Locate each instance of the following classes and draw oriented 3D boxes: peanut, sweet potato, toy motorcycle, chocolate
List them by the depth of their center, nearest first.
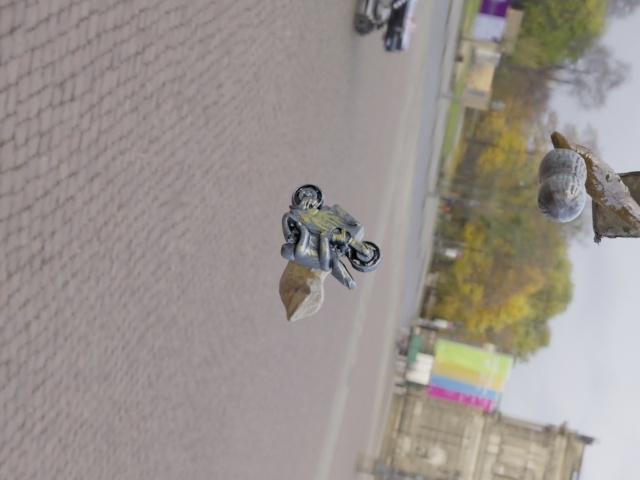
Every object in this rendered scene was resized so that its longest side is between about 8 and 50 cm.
[{"bbox_3d":[0.351,-0.083,1.453,0.167,0.072,0.072,-65,166,-56],"label":"chocolate"},{"bbox_3d":[0.000,0.000,1.543,0.124,0.193,0.061,-38,156,-15],"label":"toy motorcycle"},{"bbox_3d":[-0.018,0.043,1.699,0.104,0.085,0.228,-43,-156,56],"label":"peanut"},{"bbox_3d":[0.508,-0.094,1.771,0.067,0.274,0.067,-47,-173,7],"label":"sweet potato"}]

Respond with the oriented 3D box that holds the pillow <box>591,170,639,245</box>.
[{"bbox_3d":[0.628,-0.067,1.949,0.255,0.059,0.169,7,-85,61],"label":"pillow"}]
